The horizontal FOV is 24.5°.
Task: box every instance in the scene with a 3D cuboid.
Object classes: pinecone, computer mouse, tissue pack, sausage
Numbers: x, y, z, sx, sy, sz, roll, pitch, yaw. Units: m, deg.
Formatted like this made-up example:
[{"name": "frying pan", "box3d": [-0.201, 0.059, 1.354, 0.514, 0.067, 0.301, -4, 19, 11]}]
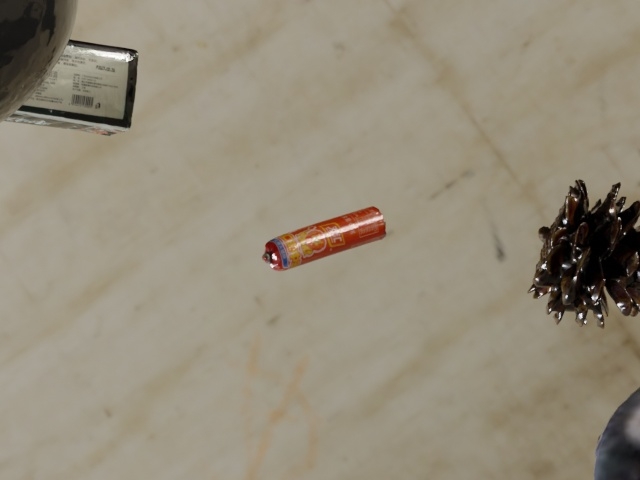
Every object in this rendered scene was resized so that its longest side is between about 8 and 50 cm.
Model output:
[{"name": "pinecone", "box3d": [0.253, 0.017, 1.327, 0.140, 0.121, 0.140, 16, 90, -86]}, {"name": "computer mouse", "box3d": [-0.209, -0.104, 0.811, 0.170, 0.100, 0.269, -37, -166, -13]}, {"name": "tissue pack", "box3d": [-0.305, -0.182, 1.707, 0.170, 0.103, 0.090, 7, 177, -34]}, {"name": "sausage", "box3d": [0.000, 0.000, 1.348, 0.129, 0.034, 0.034, -17, 164, -32]}]

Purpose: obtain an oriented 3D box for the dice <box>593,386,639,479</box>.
[{"name": "dice", "box3d": [0.284, 0.187, 0.925, 0.183, 0.182, 0.181, -19, -142, 30]}]
